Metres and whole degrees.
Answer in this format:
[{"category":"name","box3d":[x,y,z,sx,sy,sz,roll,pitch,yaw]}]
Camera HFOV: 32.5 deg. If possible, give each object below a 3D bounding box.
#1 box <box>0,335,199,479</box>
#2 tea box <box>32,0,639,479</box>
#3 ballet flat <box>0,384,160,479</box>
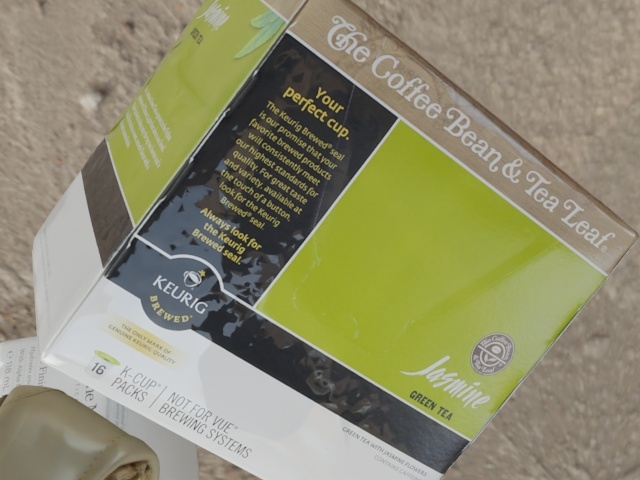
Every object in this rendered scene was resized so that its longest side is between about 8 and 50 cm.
[{"category":"box","box3d":[-0.194,0.193,0.966,0.119,0.182,0.180,-12,58,14]},{"category":"tea box","box3d":[0.000,0.000,0.867,0.323,0.329,0.220,-51,26,9]},{"category":"ballet flat","box3d":[-0.119,0.148,0.323,0.086,0.086,0.248,11,47,16]}]
